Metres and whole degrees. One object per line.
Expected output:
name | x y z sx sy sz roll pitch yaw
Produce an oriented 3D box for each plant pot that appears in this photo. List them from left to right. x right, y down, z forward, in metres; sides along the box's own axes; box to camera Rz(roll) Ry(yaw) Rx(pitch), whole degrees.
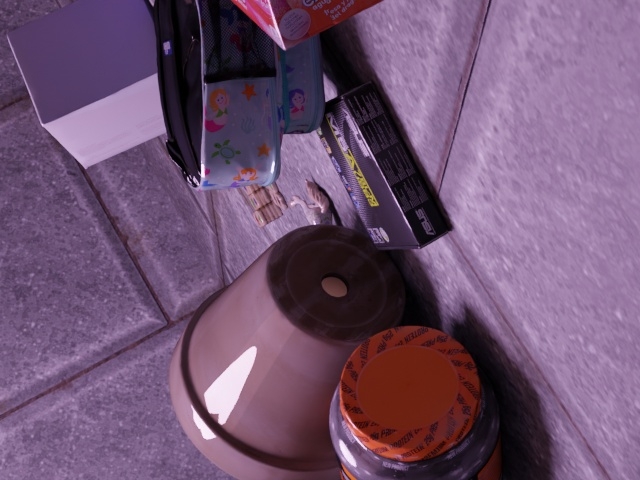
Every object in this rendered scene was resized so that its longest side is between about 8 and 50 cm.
plant pot | -0.021 0.133 1.834 0.323 0.323 0.280 57 147 24

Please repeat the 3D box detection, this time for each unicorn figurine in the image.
unicorn figurine | 0.000 0.000 1.981 0.111 0.060 0.162 30 142 50

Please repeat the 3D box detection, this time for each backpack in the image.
backpack | -0.098 -0.183 1.559 0.225 0.191 0.253 -166 76 -75

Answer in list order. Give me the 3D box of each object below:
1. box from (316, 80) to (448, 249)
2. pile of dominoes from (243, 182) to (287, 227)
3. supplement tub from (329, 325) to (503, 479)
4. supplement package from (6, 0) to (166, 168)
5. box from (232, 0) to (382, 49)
box | 0.062 -0.080 1.557 0.190 0.045 0.184 63 171 -6
pile of dominoes | -0.142 -0.143 2.340 0.251 0.040 0.196 61 169 -1
supplement tub | 0.123 0.260 1.692 0.207 0.207 0.338 54 166 34
supplement package | -0.292 -0.227 1.879 0.203 0.194 0.149 62 -177 -75
box | -0.052 -0.306 1.308 0.257 0.123 0.128 49 164 48
